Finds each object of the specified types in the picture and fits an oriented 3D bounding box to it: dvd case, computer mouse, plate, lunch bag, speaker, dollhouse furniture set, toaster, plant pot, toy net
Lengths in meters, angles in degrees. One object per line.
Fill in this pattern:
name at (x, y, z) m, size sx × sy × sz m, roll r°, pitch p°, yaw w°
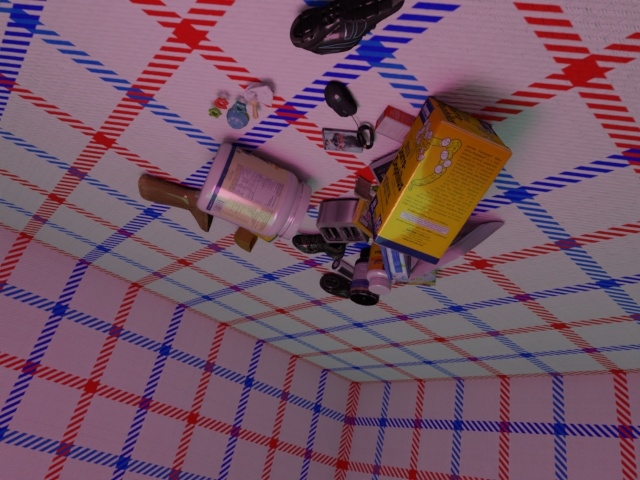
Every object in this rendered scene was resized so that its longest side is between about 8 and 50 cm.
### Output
dvd case at (0.066, -0.297, 1.400) m, size 0.119 × 0.013 × 0.087 m, roll 8°, pitch 151°, yaw 10°
computer mouse at (0.082, -0.331, 1.289) m, size 0.071 × 0.041 × 0.242 m, roll -13°, pitch 139°, yaw 31°
plate at (0.454, 0.025, 1.617) m, size 0.045 × 0.277 × 0.278 m, roll 59°, pitch 144°, yaw 3°
lunch bag at (0.254, 0.015, 1.600) m, size 0.090 × 0.176 × 0.219 m, roll -7°, pitch 118°, yaw 15°
speaker at (0.115, 0.135, 2.103) m, size 0.136 × 0.055 × 0.055 m, roll 34°, pitch 145°, yaw -32°
dollhouse furniture set at (0.158, -0.147, 1.563) m, size 0.151 × 0.076 × 0.058 m, roll 27°, pitch 150°, yaw -25°
toaster at (0.087, -0.070, 1.694) m, size 0.167 × 0.110 × 0.186 m, roll -1°, pitch 148°, yaw 23°
dvd case at (0.270, -0.158, 1.419) m, size 0.179 × 0.029 × 0.239 m, roll -20°, pitch 105°, yaw 44°
plant pot at (-0.322, -0.011, 2.008) m, size 0.083 × 0.081 × 0.082 m, roll 22°, pitch 152°, yaw 6°
toy net at (-0.217, -0.392, 1.325) m, size 0.122 × 0.045 × 0.232 m, roll 33°, pitch 144°, yaw -28°

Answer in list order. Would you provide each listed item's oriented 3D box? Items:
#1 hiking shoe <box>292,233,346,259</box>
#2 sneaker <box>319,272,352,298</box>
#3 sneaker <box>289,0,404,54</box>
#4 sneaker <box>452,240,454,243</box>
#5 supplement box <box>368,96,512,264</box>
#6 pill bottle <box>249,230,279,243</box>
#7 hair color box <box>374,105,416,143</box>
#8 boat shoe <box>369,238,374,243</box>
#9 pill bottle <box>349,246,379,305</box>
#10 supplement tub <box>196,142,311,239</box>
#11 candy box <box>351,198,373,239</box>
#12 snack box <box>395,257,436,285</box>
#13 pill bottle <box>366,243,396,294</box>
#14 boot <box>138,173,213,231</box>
hiking shoe at (0.000, 0.000, 1.905) m, size 0.226 × 0.086 × 0.114 m, roll 12°, pitch 138°, yaw -8°
sneaker at (0.138, 0.231, 2.236) m, size 0.286 × 0.109 × 0.130 m, roll 17°, pitch 162°, yaw 8°
sneaker at (0.064, -0.480, 1.022) m, size 0.267 × 0.101 × 0.106 m, roll -7°, pitch 167°, yaw 31°
sneaker at (0.373, -0.075, 1.490) m, size 0.123 × 0.179 × 0.296 m, roll 8°, pitch 150°, yaw 11°
supplement box at (0.291, -0.151, 1.229) m, size 0.195 × 0.194 × 0.357 m, roll 20°, pitch 121°, yaw -11°
pill bottle at (-0.242, -0.084, 1.800) m, size 0.208 × 0.118 × 0.117 m, roll 33°, pitch 146°, yaw -32°
hair color box at (0.227, -0.305, 1.285) m, size 0.141 × 0.043 × 0.072 m, roll 21°, pitch 150°, yaw -12°
boat shoe at (0.155, -0.033, 1.803) m, size 0.135 × 0.050 × 0.045 m, roll 18°, pitch 128°, yaw -1°
pill bottle at (0.192, 0.144, 1.912) m, size 0.122 × 0.219 × 0.123 m, roll 10°, pitch 151°, yaw 6°
supplement tub at (-0.216, -0.152, 1.546) m, size 0.324 × 0.236 × 0.235 m, roll 22°, pitch 150°, yaw -16°
candy box at (0.186, -0.065, 1.643) m, size 0.027 × 0.105 × 0.205 m, roll 2°, pitch 157°, yaw 40°
snack box at (0.371, 0.119, 1.940) m, size 0.206 × 0.070 × 0.175 m, roll 1°, pitch 150°, yaw 12°
pill bottle at (0.241, 0.095, 1.810) m, size 0.117 × 0.215 × 0.117 m, roll 10°, pitch 151°, yaw 6°
boot at (-0.564, -0.148, 1.867) m, size 0.269 × 0.089 × 0.236 m, roll 13°, pitch 141°, yaw 0°
